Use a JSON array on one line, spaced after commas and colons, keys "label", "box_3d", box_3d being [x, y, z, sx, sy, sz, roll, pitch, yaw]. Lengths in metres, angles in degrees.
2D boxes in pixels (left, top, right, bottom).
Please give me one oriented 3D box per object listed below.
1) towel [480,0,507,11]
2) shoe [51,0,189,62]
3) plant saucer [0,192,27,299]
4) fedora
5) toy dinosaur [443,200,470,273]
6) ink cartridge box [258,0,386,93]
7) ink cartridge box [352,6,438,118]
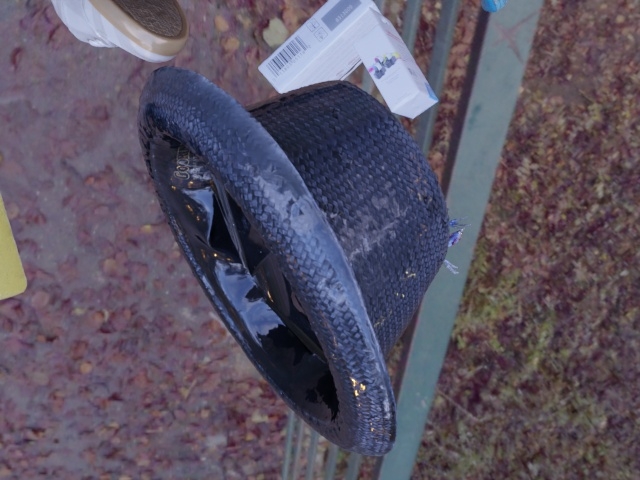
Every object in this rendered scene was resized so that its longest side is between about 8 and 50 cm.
[{"label": "towel", "box_3d": [0.278, -0.489, 0.880, 0.040, 0.370, 0.271, 27, 92, 15]}, {"label": "shoe", "box_3d": [-0.179, -0.199, 0.563, 0.077, 0.219, 0.058, -8, 134, -42]}, {"label": "plant saucer", "box_3d": [-0.573, -0.034, 0.828, 0.333, 0.081, 0.332, 3, 131, -3]}, {"label": "fedora", "box_3d": [0.000, 0.000, 0.515, 0.153, 0.334, 0.333, -33, 127, -19]}, {"label": "toy dinosaur", "box_3d": [0.105, -0.015, 0.622, 0.047, 0.090, 0.082, -50, 166, -2]}, {"label": "ink cartridge box", "box_3d": [0.027, -0.499, 1.763, 0.308, 0.385, 0.091, -41, 87, 13]}, {"label": "ink cartridge box", "box_3d": [0.125, -0.310, 1.186, 0.062, 0.181, 0.104, -33, 167, 25]}]
